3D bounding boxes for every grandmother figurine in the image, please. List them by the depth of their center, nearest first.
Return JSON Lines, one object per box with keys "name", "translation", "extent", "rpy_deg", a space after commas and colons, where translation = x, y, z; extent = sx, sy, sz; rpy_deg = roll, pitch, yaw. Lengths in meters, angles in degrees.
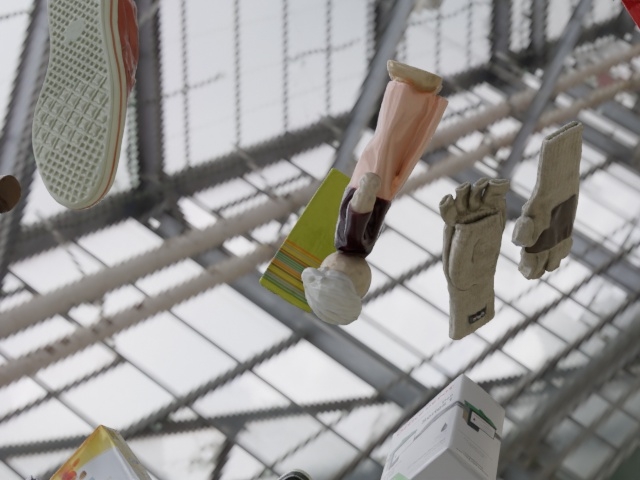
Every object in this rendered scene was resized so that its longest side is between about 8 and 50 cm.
{"name": "grandmother figurine", "translation": [0.066, -0.055, 1.825], "extent": [0.208, 0.104, 0.342], "rpy_deg": [13, -83, -77]}

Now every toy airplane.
{"name": "toy airplane", "translation": [0.437, -0.324, 1.903], "extent": [0.151, 0.151, 0.028], "rpy_deg": [-28, -17, -50]}

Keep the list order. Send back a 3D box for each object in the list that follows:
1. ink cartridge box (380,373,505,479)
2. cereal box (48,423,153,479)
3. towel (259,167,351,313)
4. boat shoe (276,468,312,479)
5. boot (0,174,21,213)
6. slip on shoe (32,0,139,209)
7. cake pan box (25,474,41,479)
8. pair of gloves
{"name": "ink cartridge box", "translation": [0.168, 0.307, 1.988], "extent": [0.160, 0.092, 0.219], "rpy_deg": [-45, 8, 23]}
{"name": "cereal box", "translation": [-0.292, 0.396, 1.960], "extent": [0.173, 0.240, 0.047], "rpy_deg": [-48, -38, 5]}
{"name": "towel", "translation": [0.000, 0.000, 2.389], "extent": [0.237, 0.102, 0.021], "rpy_deg": [-57, 0, -12]}
{"name": "boat shoe", "translation": [-0.086, 0.494, 2.420], "extent": [0.233, 0.084, 0.079], "rpy_deg": [-56, -3, 11]}
{"name": "boot", "translation": [-0.504, -0.016, 1.898], "extent": [0.197, 0.152, 0.073], "rpy_deg": [-48, -61, -51]}
{"name": "slip on shoe", "translation": [-0.258, -0.179, 1.642], "extent": [0.101, 0.123, 0.331], "rpy_deg": [41, -142, -51]}
{"name": "cake pan box", "translation": [-0.177, 0.357, 1.163], "extent": [0.070, 0.246, 0.267], "rpy_deg": [-40, 27, 20]}
{"name": "pair of gloves", "translation": [0.223, -0.016, 1.660], "extent": [0.240, 0.042, 0.204], "rpy_deg": [-34, -44, -30]}
